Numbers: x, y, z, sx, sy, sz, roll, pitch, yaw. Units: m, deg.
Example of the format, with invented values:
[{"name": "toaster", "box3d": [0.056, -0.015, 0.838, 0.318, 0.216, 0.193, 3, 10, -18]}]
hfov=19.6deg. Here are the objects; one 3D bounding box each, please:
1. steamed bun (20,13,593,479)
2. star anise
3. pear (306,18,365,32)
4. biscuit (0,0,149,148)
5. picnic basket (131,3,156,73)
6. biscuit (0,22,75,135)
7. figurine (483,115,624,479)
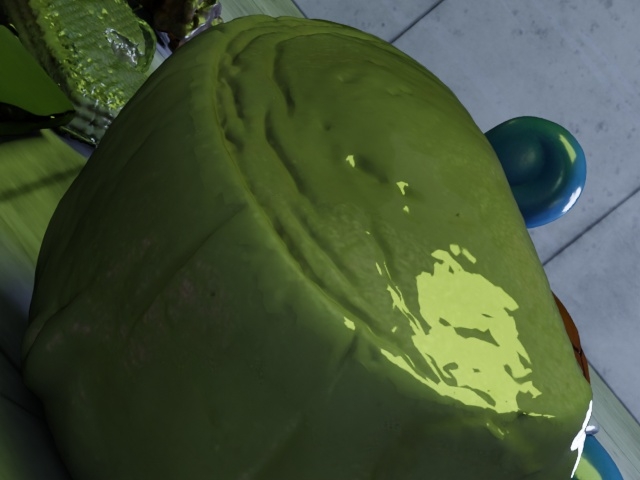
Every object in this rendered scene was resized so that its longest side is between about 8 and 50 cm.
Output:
[{"name": "steamed bun", "box3d": [-0.029, 0.026, 1.000, 0.236, 0.247, 0.383, 17, 31, -25]}, {"name": "star anise", "box3d": [-0.162, -0.288, 2.064, 0.220, 0.099, 0.214, 55, 1, 22]}, {"name": "pear", "box3d": [-0.001, -0.103, 1.780, 0.212, 0.212, 0.269, 45, 16, -30]}, {"name": "biscuit", "box3d": [-0.190, -0.158, 1.504, 0.147, 0.046, 0.250, 28, 25, -43]}, {"name": "picnic basket", "box3d": [-0.183, -0.176, 1.644, 0.083, 0.065, 0.083, 33, -12, -22]}, {"name": "biscuit", "box3d": [-0.233, -0.104, 1.210, 0.099, 0.038, 0.322, 48, 10, 1]}, {"name": "figurine", "box3d": [0.139, 0.101, 1.682, 0.298, 0.243, 0.416, 53, 31, -76]}]
